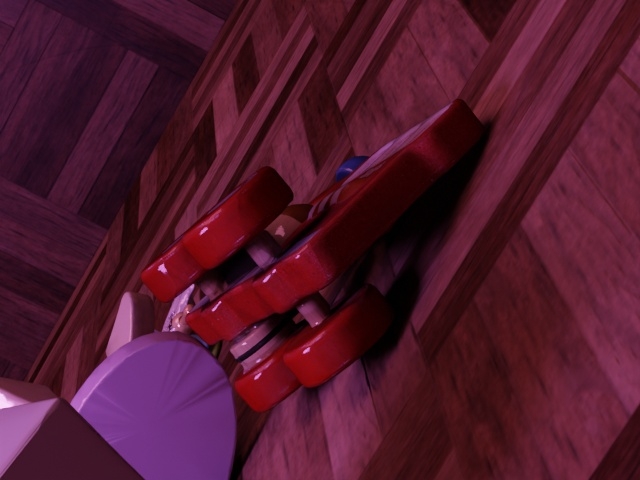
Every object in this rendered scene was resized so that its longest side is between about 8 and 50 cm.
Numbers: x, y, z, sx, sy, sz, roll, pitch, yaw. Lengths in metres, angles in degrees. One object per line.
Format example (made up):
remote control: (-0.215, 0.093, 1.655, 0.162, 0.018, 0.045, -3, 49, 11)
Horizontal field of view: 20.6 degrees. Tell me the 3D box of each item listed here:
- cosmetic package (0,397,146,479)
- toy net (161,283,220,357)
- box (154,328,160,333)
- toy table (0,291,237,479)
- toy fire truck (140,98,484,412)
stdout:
cosmetic package: (-0.186, 0.234, 1.185, 0.224, 0.224, 0.138, -16, 31, 54)
toy net: (-0.166, 0.130, 2.107, 0.122, 0.045, 0.232, -61, 12, 16)
box: (-0.236, 0.194, 2.169, 0.126, 0.072, 0.137, -51, 17, 40)
toy table: (-0.196, 0.196, 1.707, 0.274, 0.252, 0.161, -61, 28, 6)
toy fire truck: (0.000, 0.000, 1.550, 0.254, 0.169, 0.302, -42, 4, -26)
